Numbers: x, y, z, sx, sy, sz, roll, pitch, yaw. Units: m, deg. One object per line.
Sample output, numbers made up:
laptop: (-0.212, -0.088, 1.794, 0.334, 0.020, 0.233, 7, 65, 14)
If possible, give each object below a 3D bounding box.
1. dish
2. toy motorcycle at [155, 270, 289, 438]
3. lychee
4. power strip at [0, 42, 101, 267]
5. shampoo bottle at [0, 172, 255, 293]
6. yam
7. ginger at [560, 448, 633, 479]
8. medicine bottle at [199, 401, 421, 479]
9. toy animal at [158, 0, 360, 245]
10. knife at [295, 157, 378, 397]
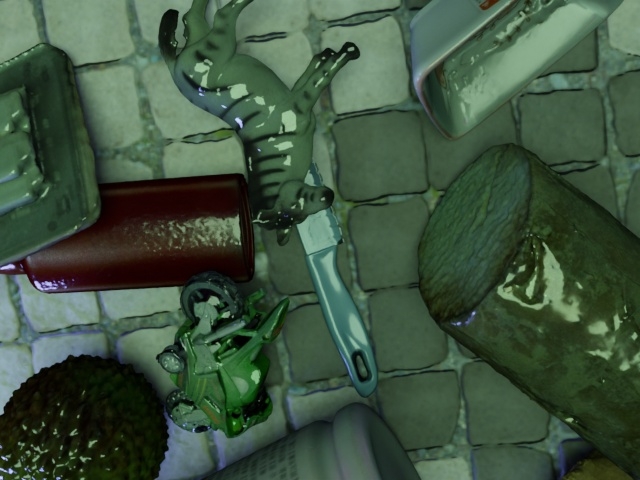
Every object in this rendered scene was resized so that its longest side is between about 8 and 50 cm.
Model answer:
dish: (0.166, -0.195, 0.648, 0.234, 0.154, 0.064, -38, 68, 8)
toy motorcycle: (-0.088, 0.116, 0.723, 0.106, 0.074, 0.190, 19, 122, 7)
lychee: (-0.215, 0.183, 0.708, 0.171, 0.171, 0.171, 1, 98, 5)
power strip: (-0.309, -0.068, 0.695, 0.213, 0.064, 0.198, -25, 67, 9)
shampoo bottle: (-0.194, -0.004, 0.731, 0.260, 0.064, 0.102, -3, 96, 6)
yam: (0.223, 0.068, 0.661, 0.304, 0.168, 0.168, 38, 99, -3)
ginger: (0.247, 0.265, 0.729, 0.096, 0.067, 0.165, 16, 99, -20)
medicine bottle: (-0.056, 0.299, 0.692, 0.315, 0.202, 0.202, -29, 95, 7)
toy animal: (-0.059, -0.119, 0.686, 0.216, 0.073, 0.176, 35, 82, 1)
knife: (0.000, 0.000, 0.741, 0.044, 0.019, 0.313, -20, 95, -1)
